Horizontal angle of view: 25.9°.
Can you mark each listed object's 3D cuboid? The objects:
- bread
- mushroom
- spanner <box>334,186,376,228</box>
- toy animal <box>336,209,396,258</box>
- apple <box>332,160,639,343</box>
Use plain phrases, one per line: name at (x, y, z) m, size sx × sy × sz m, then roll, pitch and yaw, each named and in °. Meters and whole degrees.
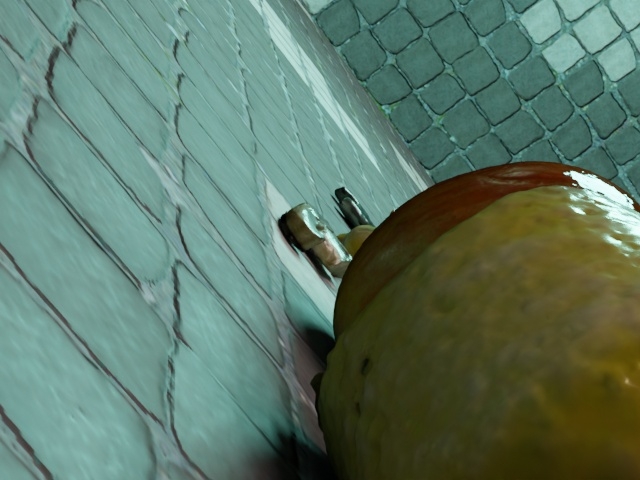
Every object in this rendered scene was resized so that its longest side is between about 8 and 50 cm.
bread at (0.100, 0.087, 0.509) m, size 0.197 × 0.197 × 0.170 m, roll 49°, pitch 3°, yaw -35°
mushroom at (0.000, 0.000, 0.865) m, size 0.049 × 0.019 × 0.101 m, roll 57°, pitch 9°, yaw 17°
spanner at (0.081, 0.035, 1.219) m, size 0.254 × 0.015 × 0.054 m, roll 48°, pitch 10°, yaw -39°
toy animal at (0.049, 0.014, 0.954) m, size 0.081 × 0.060 × 0.083 m, roll 20°, pitch -6°, yaw 16°
apple at (0.103, 0.043, 0.731) m, size 0.195 × 0.173 × 0.160 m, roll 49°, pitch 11°, yaw -51°
